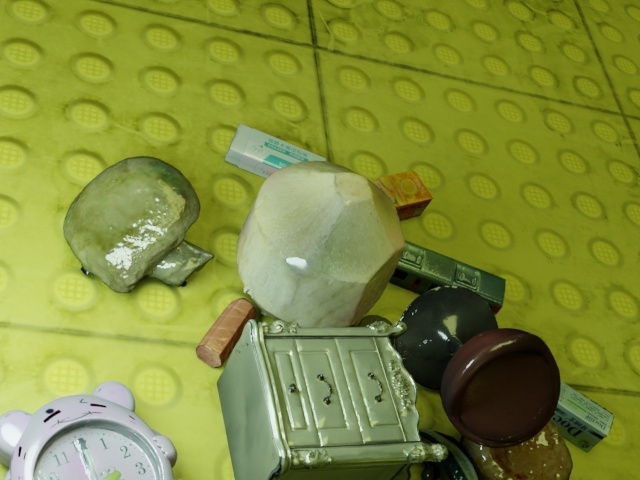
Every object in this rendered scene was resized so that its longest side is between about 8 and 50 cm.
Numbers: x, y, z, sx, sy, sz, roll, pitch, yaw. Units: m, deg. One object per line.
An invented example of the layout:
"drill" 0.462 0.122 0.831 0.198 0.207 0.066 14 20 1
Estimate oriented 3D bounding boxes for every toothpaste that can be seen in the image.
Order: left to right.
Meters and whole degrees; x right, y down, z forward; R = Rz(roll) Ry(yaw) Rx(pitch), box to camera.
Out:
"toothpaste" 0.454 0.317 2.007 0.336 0.081 0.067 34 46 5

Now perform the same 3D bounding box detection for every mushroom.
"mushroom" -0.366 -0.034 1.855 0.292 0.212 0.217 50 41 11

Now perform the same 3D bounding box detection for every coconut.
"coconut" 0.000 0.000 1.891 0.352 0.353 0.353 13 48 -15

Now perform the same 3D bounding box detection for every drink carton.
"drink carton" 0.145 -0.092 2.221 0.223 0.071 0.096 -13 60 -33

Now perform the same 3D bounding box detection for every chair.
"chair" 0.290 0.234 1.748 0.226 0.227 0.401 17 6 -11

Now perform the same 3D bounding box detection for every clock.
"clock" -0.369 0.395 1.535 0.295 0.113 0.322 -14 58 -33

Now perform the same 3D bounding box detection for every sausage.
"sausage" -0.176 0.170 1.852 0.065 0.065 0.169 32 48 3

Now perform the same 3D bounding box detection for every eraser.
"eraser" -0.101 -0.188 2.201 0.225 0.052 0.096 22 48 -8

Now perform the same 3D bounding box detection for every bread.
"bread" 0.375 0.427 1.849 0.230 0.123 0.230 14 49 -17

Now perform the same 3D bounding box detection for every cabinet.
"cabinet" 0.014 0.315 1.703 0.318 0.227 0.290 2 50 -23

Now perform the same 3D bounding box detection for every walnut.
"walnut" 0.114 0.196 1.955 0.092 0.092 0.092 13 48 -15

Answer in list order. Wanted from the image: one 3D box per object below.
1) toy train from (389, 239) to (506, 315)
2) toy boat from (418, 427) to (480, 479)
"toy train" 0.217 0.060 2.116 0.409 0.089 0.086 22 51 -7
"toy boat" 0.229 0.463 1.756 0.115 0.114 0.262 -4 53 -22
